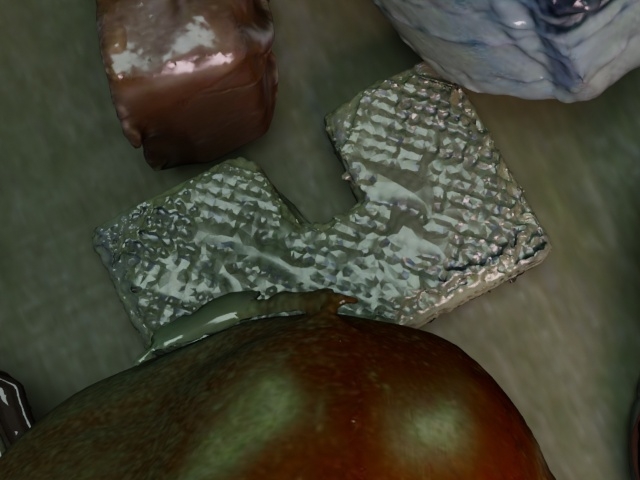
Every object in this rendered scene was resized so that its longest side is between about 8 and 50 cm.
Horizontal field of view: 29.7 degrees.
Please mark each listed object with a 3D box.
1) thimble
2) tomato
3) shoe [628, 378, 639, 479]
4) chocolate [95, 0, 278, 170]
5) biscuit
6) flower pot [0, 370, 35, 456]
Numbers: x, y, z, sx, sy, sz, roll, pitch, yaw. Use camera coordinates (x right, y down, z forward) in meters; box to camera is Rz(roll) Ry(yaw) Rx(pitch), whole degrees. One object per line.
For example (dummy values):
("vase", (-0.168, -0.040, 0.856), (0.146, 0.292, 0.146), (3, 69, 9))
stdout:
("thimble", (0.117, -0.195, 0.668), (0.237, 0.150, 0.237), (-10, 65, 22))
("tomato", (-0.020, 0.164, 0.577), (0.303, 0.303, 0.239), (5, 49, 3))
("shoe", (0.240, 0.038, 0.664), (0.114, 0.137, 0.291), (4, 81, 4))
("chocolate", (-0.077, -0.154, 0.699), (0.093, 0.148, 0.214), (-12, 75, 6))
("biscuit", (0.000, 0.000, 0.726), (0.250, 0.046, 0.147), (-26, 80, -3))
("flower pot", (-0.278, 0.139, 0.694), (0.251, 0.084, 0.179), (17, 80, 4))
